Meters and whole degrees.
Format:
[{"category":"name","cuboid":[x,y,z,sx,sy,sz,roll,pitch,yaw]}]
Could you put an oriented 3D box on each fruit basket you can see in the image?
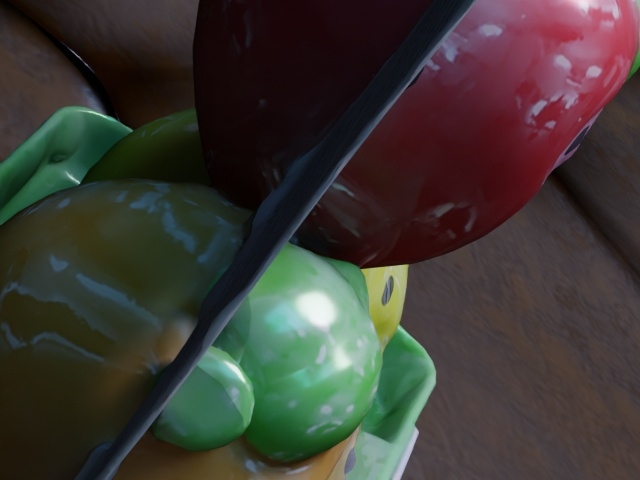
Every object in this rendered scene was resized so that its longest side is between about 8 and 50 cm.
[{"category":"fruit basket","cuboid":[0.000,0.000,0.500,0.165,0.353,0.327,42,24,-5]}]
